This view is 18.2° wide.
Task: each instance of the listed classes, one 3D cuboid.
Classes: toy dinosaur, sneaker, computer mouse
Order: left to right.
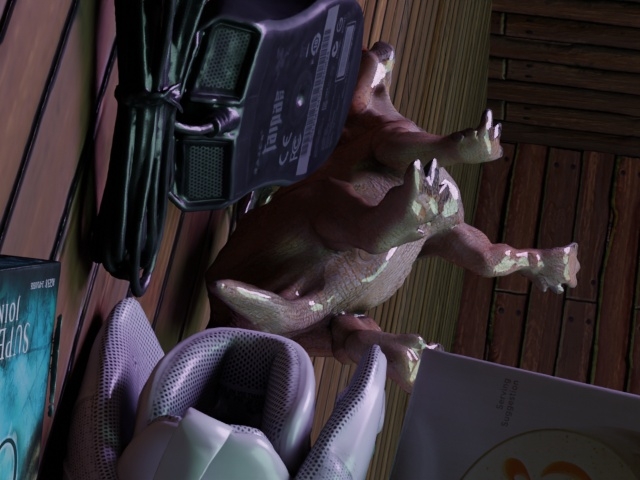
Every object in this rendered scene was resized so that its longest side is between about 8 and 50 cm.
[{"bbox_3d":[-0.043,-0.099,0.877,0.262,0.060,0.184,-39,141,-63],"label":"computer mouse"},{"bbox_3d":[-0.025,0.125,0.898,0.366,0.137,0.210,-46,146,-73],"label":"sneaker"},{"bbox_3d":[0.000,0.000,1.052,0.296,0.200,0.127,-39,122,-48],"label":"toy dinosaur"}]

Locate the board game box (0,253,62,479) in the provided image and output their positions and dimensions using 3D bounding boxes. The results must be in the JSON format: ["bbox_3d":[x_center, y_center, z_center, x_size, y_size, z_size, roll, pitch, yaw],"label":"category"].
[{"bbox_3d":[-0.116,0.069,0.582,0.186,0.026,0.126,-12,109,-82],"label":"board game box"}]

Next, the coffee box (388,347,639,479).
[{"bbox_3d":[0.083,0.185,0.823,0.098,0.141,0.246,60,45,-68],"label":"coffee box"}]
